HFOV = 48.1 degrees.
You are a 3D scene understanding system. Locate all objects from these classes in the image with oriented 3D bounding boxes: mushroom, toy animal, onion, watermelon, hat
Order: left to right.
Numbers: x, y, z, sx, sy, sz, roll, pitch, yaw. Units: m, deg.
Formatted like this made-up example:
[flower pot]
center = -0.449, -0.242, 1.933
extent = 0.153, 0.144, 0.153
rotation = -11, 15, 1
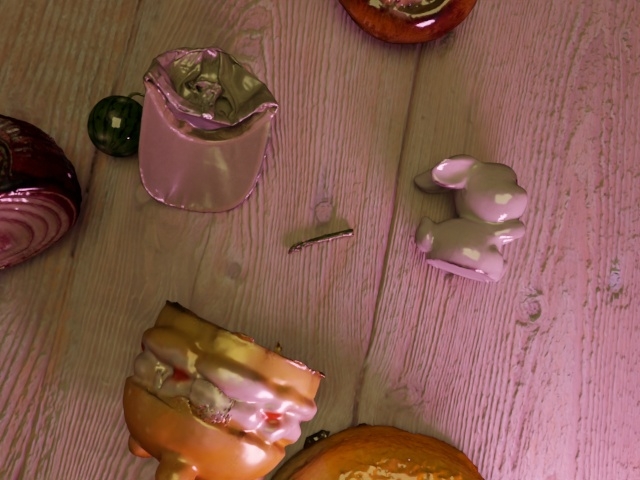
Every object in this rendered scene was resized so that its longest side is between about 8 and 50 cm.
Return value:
[onion]
center = -0.477, -0.095, 1.069
extent = 0.207, 0.216, 0.206
rotation = -23, 67, -18
[watermelon]
center = -0.321, -0.186, 1.143
extent = 0.109, 0.109, 0.108
rotation = 1, 81, -4
[hat]
center = -0.197, -0.183, 1.169
extent = 0.214, 0.149, 0.244
rotation = 12, 116, -19
[mushroom]
center = 0.141, -0.447, 1.189
extent = 0.253, 0.153, 0.253
rotation = 0, 84, -3
[toy animal]
center = 0.235, -0.036, 1.149
extent = 0.179, 0.127, 0.192
rotation = 10, 83, -1

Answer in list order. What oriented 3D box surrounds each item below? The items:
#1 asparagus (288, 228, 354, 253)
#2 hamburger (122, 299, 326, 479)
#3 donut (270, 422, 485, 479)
[asparagus]
center = 0.000, 0.000, 1.181
extent = 0.115, 0.014, 0.015
rotation = -15, 66, -6
[hamburger]
center = -0.152, 0.234, 1.015
extent = 0.277, 0.276, 0.236
rotation = 26, 78, 0
[donut]
center = 0.072, 0.486, 1.039
extent = 0.378, 0.163, 0.434
rotation = 24, 81, 1
